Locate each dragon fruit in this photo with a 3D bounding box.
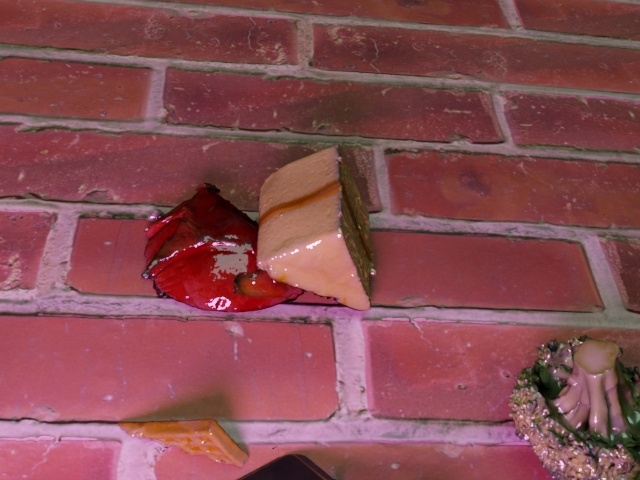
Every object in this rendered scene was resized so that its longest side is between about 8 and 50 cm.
[{"bbox_3d":[-0.198,0.020,1.500,0.344,0.100,0.282,37,57,21],"label":"dragon fruit"}]

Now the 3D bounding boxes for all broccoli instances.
[{"bbox_3d":[0.443,0.289,1.296,0.235,0.260,0.288,-51,43,3],"label":"broccoli"}]

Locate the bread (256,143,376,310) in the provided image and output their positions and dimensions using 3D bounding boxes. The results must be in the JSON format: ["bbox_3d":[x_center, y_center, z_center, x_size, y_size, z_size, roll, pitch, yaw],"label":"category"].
[{"bbox_3d":[0.000,0.000,1.508,0.199,0.236,0.263,-18,45,19],"label":"bread"}]

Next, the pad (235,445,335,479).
[{"bbox_3d":[-0.122,0.414,1.080,0.376,0.063,0.315,-23,22,-27],"label":"pad"}]

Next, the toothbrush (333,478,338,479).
[{"bbox_3d":[-0.018,0.519,1.144,0.029,0.024,0.353,9,49,9],"label":"toothbrush"}]

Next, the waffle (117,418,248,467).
[{"bbox_3d":[-0.229,0.336,1.276,0.191,0.125,0.032,-9,45,28],"label":"waffle"}]
